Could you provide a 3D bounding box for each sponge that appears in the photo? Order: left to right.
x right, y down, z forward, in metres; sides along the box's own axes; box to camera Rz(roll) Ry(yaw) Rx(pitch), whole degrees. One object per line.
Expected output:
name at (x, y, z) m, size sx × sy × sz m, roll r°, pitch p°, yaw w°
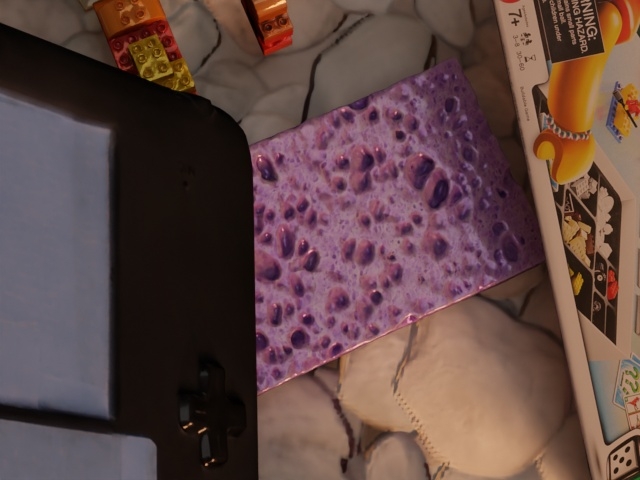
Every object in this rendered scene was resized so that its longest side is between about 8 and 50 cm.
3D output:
sponge at (0.000, 0.000, 0.905) m, size 0.210 × 0.031 × 0.117 m, roll -24°, pitch 87°, yaw -14°

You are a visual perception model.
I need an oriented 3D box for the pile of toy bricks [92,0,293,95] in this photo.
pile of toy bricks at (-0.087, -0.171, 0.859) m, size 0.118 × 0.105 × 0.212 m, roll -23°, pitch 83°, yaw -5°

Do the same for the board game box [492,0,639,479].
board game box at (0.203, -0.011, 0.872) m, size 0.193 × 0.053 × 0.305 m, roll -12°, pitch 100°, yaw 6°

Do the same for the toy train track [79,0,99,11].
toy train track at (-0.087, -0.141, 0.916) m, size 0.083 × 0.014 × 0.048 m, roll -32°, pitch 84°, yaw -7°

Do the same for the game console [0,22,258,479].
game console at (-0.145, 0.071, 0.690) m, size 0.386 × 0.060 × 0.342 m, roll 18°, pitch 71°, yaw -55°
